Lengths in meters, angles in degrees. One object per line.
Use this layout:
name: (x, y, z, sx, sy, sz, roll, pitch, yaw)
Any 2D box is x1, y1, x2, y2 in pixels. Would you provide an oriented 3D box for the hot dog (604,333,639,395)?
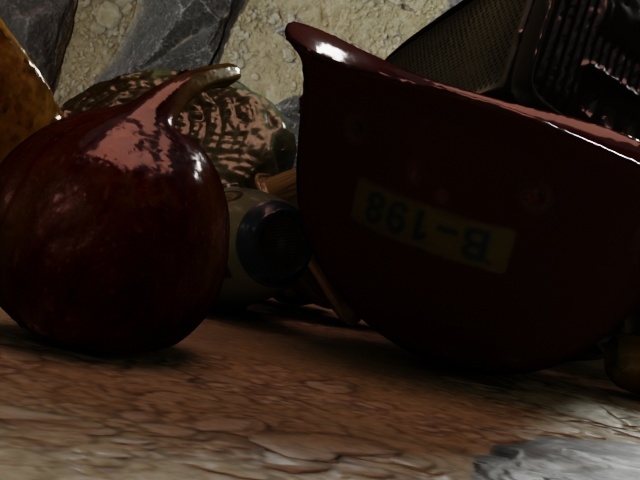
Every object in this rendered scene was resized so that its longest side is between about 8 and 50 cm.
hot dog: (0.377, 0.121, 1.054, 0.286, 0.061, 0.088, 9, -1, 17)

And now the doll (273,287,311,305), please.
doll: (-0.060, 0.024, 1.349, 0.179, 0.102, 0.089, 9, -37, 2)

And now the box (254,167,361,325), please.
box: (0.000, 0.000, 1.268, 0.111, 0.177, 0.111, -33, -3, -2)

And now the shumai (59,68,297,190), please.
shumai: (-0.190, -0.039, 1.604, 0.309, 0.304, 0.263, 25, -27, 21)

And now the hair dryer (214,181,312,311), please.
hair dryer: (-0.174, 0.013, 1.204, 0.298, 0.119, 0.296, -4, -1, -12)

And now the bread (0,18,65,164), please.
bread: (-0.350, -0.119, 1.100, 0.172, 0.312, 0.312, -40, 27, -22)

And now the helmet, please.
helmet: (0.115, -0.015, 1.065, 0.385, 0.230, 0.337, 21, 11, 18)

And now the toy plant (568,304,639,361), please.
toy plant: (0.228, 0.033, 1.283, 0.400, 0.185, 0.279, 2, 25, 44)

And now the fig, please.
fig: (-0.130, -0.031, 0.843, 0.175, 0.207, 0.175, 19, 7, -2)

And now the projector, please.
projector: (0.282, -0.103, 1.490, 0.395, 0.242, 0.405, 31, -27, -18)
